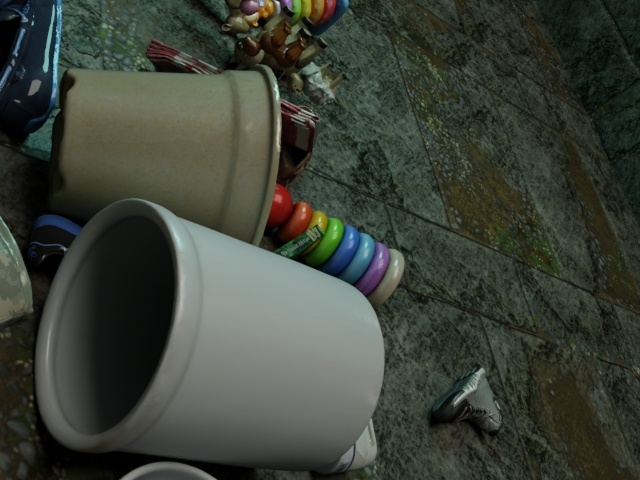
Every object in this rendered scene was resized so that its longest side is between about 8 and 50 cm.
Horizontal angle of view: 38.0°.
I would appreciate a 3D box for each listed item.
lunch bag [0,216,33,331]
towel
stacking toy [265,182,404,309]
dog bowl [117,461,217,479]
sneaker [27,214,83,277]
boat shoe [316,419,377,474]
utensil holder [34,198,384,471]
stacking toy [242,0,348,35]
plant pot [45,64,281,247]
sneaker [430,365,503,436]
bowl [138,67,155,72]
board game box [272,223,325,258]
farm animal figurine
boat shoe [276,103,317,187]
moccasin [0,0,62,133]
[{"bbox_3d":[-0.513,0.016,1.123,0.235,0.169,0.287,-12,64,-55],"label":"lunch bag"},{"bbox_3d":[-0.158,-0.255,1.719,0.329,0.037,0.237,25,-6,1],"label":"towel"},{"bbox_3d":[0.000,0.000,1.813,0.330,0.141,0.141,34,37,-18],"label":"stacking toy"},{"bbox_3d":[-0.198,0.424,1.176,0.265,0.104,0.264,31,38,-28],"label":"dog bowl"},{"bbox_3d":[-0.332,0.044,1.406,0.232,0.081,0.090,22,45,-27],"label":"sneaker"},{"bbox_3d":[0.029,0.221,1.622,0.156,0.136,0.367,12,53,-45],"label":"boat shoe"},{"bbox_3d":[-0.148,0.153,1.308,0.385,0.328,0.327,22,43,-42],"label":"utensil holder"},{"bbox_3d":[-0.092,-0.576,2.254,0.302,0.166,0.175,-29,86,-42],"label":"stacking toy"},{"bbox_3d":[-0.258,-0.132,1.447,0.306,0.333,0.333,6,50,-20],"label":"plant pot"},{"bbox_3d":[0.316,0.350,1.897,0.132,0.086,0.229,58,32,4],"label":"sneaker"},{"bbox_3d":[-0.284,-0.229,1.695,0.170,0.080,0.170,34,-9,6],"label":"bowl"},{"bbox_3d":[-0.099,0.053,1.626,0.030,0.136,0.260,51,32,4],"label":"board game box"},{"bbox_3d":[-0.128,-0.456,2.069,0.327,0.172,0.330,26,31,-53],"label":"farm animal figurine"},{"bbox_3d":[-0.053,-0.208,1.941,0.123,0.123,0.342,45,33,-10],"label":"boat shoe"},{"bbox_3d":[-0.495,-0.338,1.517,0.117,0.138,0.342,15,46,-37],"label":"moccasin"}]
